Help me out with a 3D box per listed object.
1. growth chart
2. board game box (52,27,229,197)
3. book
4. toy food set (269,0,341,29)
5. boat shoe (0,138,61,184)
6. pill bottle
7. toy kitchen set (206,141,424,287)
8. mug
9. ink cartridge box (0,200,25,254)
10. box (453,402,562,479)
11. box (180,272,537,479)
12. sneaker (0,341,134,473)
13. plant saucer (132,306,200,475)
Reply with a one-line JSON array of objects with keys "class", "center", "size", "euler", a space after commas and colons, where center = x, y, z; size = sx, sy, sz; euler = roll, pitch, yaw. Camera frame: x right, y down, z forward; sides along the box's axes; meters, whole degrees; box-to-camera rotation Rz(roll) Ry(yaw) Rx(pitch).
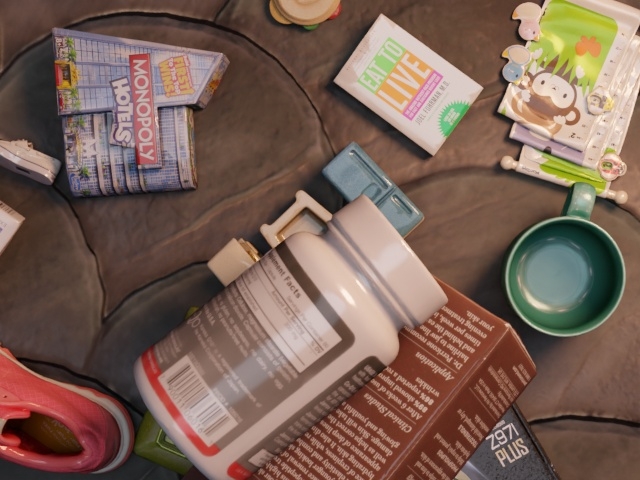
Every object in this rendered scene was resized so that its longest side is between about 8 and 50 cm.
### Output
[{"class": "growth chart", "center": [0.287, -0.173, 1.373], "size": [0.171, 0.021, 0.237], "euler": [12, 90, 5]}, {"class": "board game box", "center": [-0.199, -0.152, 1.384], "size": [0.194, 0.060, 0.194], "euler": [-5, 89, 4]}, {"class": "book", "center": [0.100, -0.178, 1.382], "size": [0.144, 0.035, 0.096], "euler": [36, 96, 2]}, {"class": "toy food set", "center": [-0.015, -0.286, 1.392], "size": [0.082, 0.020, 0.083], "euler": [11, 90, 3]}, {"class": "boat shoe", "center": [-0.350, -0.100, 1.410], "size": [0.100, 0.035, 0.035], "euler": [23, 64, 7]}, {"class": "pill bottle", "center": [-0.027, 0.094, 1.175], "size": [0.283, 0.161, 0.161], "euler": [-39, 87, 1]}, {"class": "toy kitchen set", "center": [0.000, 0.000, 1.317], "size": [0.207, 0.166, 0.122], "euler": [-44, 87, 2]}, {"class": "mug", "center": [0.274, 0.030, 1.334], "size": [0.158, 0.097, 0.129], "euler": [-43, 87, 2]}, {"class": "ink cartridge box", "center": [-0.477, 0.002, 1.309], "size": [0.223, 0.045, 0.224], "euler": [36, 94, -8]}, {"class": "box", "center": [0.163, 0.263, 1.350], "size": [0.180, 0.077, 0.147], "euler": [-30, 87, 3]}, {"class": "box", "center": [0.031, 0.212, 1.264], "size": [0.191, 0.143, 0.381], "euler": [36, 80, 35]}, {"class": "sneaker", "center": [-0.366, 0.180, 1.355], "size": [0.313, 0.136, 0.116], "euler": [18, 90, 4]}, {"class": "plant saucer", "center": [-0.103, 0.197, 1.383], "size": [0.188, 0.045, 0.188], "euler": [23, 91, 3]}]
